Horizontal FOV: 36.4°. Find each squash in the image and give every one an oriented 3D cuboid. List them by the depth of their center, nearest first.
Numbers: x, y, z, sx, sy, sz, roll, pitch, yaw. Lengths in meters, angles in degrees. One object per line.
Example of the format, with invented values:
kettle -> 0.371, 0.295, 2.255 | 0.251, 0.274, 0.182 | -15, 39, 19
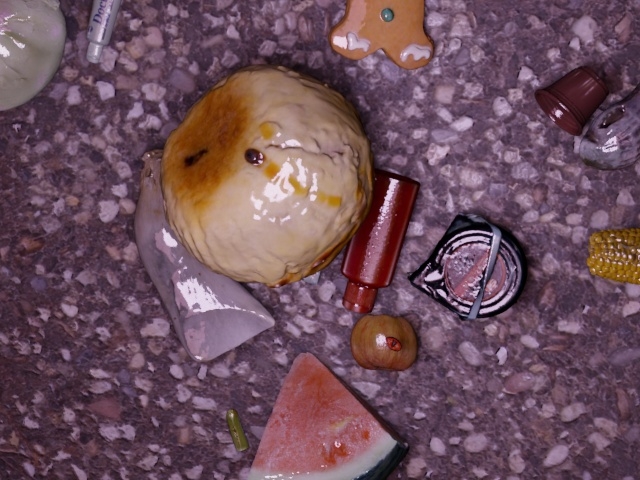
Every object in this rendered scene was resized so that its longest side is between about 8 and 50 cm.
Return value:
squash -> -0.167, 0.373, 1.922 | 0.027, 0.027, 0.083 | -17, 96, 13

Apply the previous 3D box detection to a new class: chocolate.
chocolate -> 0.547, -0.210, 1.649 | 0.248, 0.110, 0.110 | -40, 92, 15

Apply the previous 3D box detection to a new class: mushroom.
mushroom -> -0.252, 0.022, 1.825 | 0.177, 0.126, 0.397 | -28, 94, 4

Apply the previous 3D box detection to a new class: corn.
corn -> 0.622, 0.033, 1.679 | 0.317, 0.115, 0.115 | 1, 101, 10

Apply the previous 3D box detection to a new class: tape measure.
tape measure -> 0.278, 0.052, 1.744 | 0.181, 0.107, 0.182 | 40, 105, 4

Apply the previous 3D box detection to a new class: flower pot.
flower pot -> 0.437, -0.248, 1.668 | 0.089, 0.111, 0.111 | -45, 90, 0

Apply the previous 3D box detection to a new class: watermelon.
watermelon -> -0.001, 0.373, 1.781 | 0.283, 0.250, 0.293 | -26, 96, 11

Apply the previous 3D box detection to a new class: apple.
apple -> 0.118, 0.189, 1.794 | 0.126, 0.126, 0.102 | 1, 76, 10

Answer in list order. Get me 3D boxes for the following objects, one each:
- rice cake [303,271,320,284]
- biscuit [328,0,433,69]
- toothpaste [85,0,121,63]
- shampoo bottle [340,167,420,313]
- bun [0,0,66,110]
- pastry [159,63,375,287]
rice cake -> -0.001, 0.000, 1.823 | 0.033, 0.029, 0.171 | 16, 103, 11
biscuit -> 0.114, -0.473, 1.673 | 0.215, 0.047, 0.340 | 5, 102, -12
toothpaste -> -0.395, -0.456, 1.806 | 0.067, 0.037, 0.256 | 18, 99, 6
shampoo bottle -> 0.101, 0.005, 1.787 | 0.102, 0.064, 0.260 | 16, 103, 6
bun -> -0.625, -0.381, 1.783 | 0.293, 0.187, 0.293 | 1, 99, 8
pastry -> -0.078, -0.102, 1.662 | 0.388, 0.312, 0.389 | -17, 61, 32
